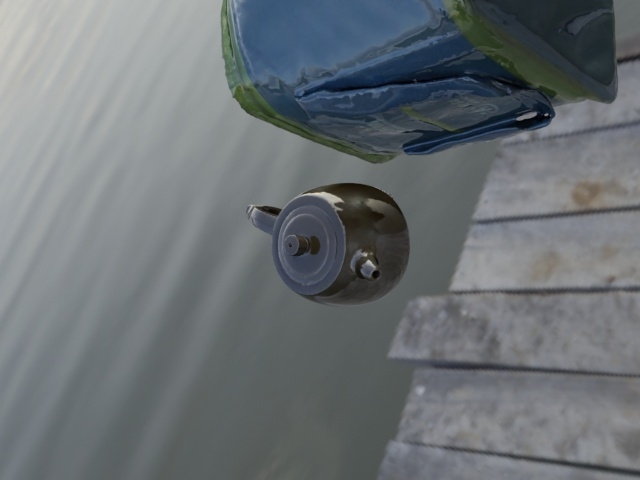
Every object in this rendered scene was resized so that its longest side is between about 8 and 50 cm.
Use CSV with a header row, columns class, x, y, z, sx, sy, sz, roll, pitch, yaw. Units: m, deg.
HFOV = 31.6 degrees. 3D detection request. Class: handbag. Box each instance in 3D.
class,x,y,z,sx,sy,sz,roll,pitch,yaw
handbag,0.080,-0.188,0.902,0.241,0.263,0.222,-16,69,42

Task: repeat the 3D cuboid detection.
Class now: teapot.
class,x,y,z,sx,sy,sz,roll,pitch,yaw
teapot,0.000,0.000,0.683,0.121,0.068,0.076,26,107,39
